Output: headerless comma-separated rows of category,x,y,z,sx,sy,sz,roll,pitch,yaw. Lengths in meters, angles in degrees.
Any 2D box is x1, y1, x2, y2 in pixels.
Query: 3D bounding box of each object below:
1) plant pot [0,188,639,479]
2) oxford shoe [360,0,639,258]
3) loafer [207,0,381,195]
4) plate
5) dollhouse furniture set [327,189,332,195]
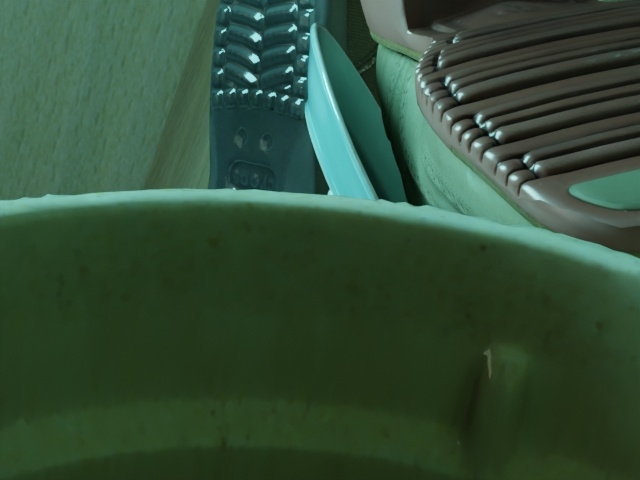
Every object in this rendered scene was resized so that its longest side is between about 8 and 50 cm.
plant pot,-0.005,0.191,0.402,0.334,0.333,0.306,-100,17,-65
oxford shoe,0.097,-0.033,0.707,0.348,0.123,0.130,-106,9,-69
loafer,0.000,0.000,1.095,0.134,0.130,0.366,26,112,45
plate,0.031,-0.013,0.805,0.024,0.188,0.188,-26,26,10
dollhouse furniture set,0.037,-0.025,0.972,0.114,0.081,0.091,-87,17,-48
